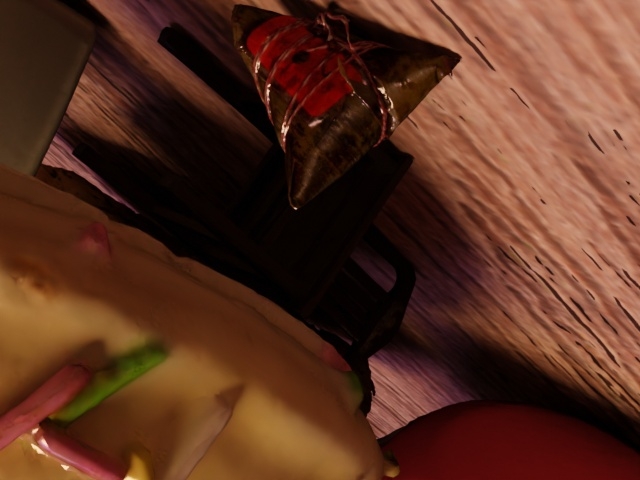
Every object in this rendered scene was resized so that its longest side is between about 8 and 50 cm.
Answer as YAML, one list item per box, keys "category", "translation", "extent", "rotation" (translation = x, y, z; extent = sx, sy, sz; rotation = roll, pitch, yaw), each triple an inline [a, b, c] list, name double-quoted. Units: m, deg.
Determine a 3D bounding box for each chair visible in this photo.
- category: "chair"
  translation: [0.000, 0.000, 0.608]
  extent: [0.212, 0.084, 0.101]
  rotation: [43, 166, -34]

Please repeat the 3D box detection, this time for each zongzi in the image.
- category: "zongzi"
  translation: [0.015, -0.056, 0.478]
  extent: [0.067, 0.073, 0.083]
  rotation: [47, -161, -44]

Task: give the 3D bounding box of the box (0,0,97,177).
- category: "box"
  translation: [-0.220, -0.090, 0.661]
  extent: [0.129, 0.148, 0.210]
  rotation: [29, 170, -35]

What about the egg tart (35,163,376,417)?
- category: "egg tart"
  translation: [-0.102, 0.060, 0.866]
  extent: [0.297, 0.132, 0.297]
  rotation: [38, -177, -2]

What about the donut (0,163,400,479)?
- category: "donut"
  translation: [-0.131, 0.099, 0.618]
  extent: [0.307, 0.150, 0.371]
  rotation: [24, 158, -14]

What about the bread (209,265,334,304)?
- category: "bread"
  translation: [-0.026, 0.006, 0.737]
  extent: [0.062, 0.049, 0.103]
  rotation: [26, 169, -9]

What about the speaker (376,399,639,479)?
- category: "speaker"
  translation: [0.089, 0.238, 0.762]
  extent: [0.294, 0.294, 0.294]
  rotation: [30, 165, 9]
